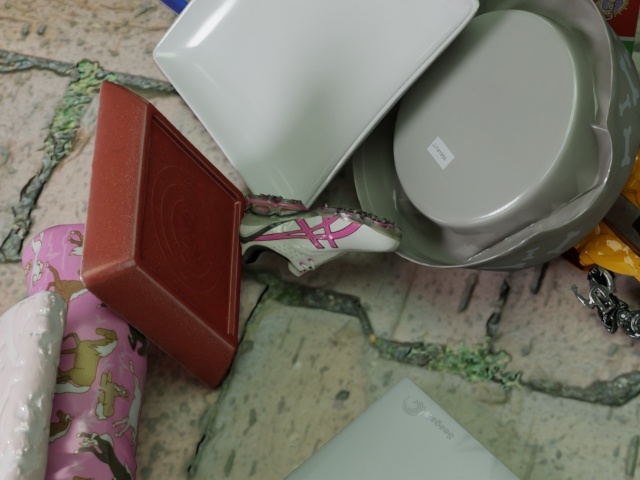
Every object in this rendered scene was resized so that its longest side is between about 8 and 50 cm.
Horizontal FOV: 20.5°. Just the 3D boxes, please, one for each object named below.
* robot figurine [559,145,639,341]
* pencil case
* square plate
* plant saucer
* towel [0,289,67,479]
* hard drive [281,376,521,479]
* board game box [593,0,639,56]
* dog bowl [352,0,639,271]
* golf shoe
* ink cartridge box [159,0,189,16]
[{"bbox_3d":[0.343,-0.024,1.941,0.291,0.085,0.211,47,110,23],"label":"robot figurine"},{"bbox_3d":[-0.252,0.175,1.830,0.160,0.167,0.386,-13,55,21],"label":"pencil case"},{"bbox_3d":[-0.008,-0.238,2.051,0.347,0.049,0.344,-49,54,18],"label":"square plate"},{"bbox_3d":[-0.154,-0.009,1.893,0.048,0.259,0.258,-16,53,25],"label":"plant saucer"},{"bbox_3d":[-0.350,0.251,1.730,0.053,0.317,0.331,23,52,-27],"label":"towel"},{"bbox_3d":[0.045,0.302,1.807,0.307,0.040,0.203,-39,63,-19],"label":"hard drive"},{"bbox_3d":[0.313,-0.342,2.045,0.064,0.316,0.242,-6,56,-1],"label":"board game box"},{"bbox_3d":[0.198,-0.124,1.940,0.349,0.102,0.348,-19,61,38],"label":"dog bowl"},{"bbox_3d":[0.000,0.000,1.941,0.186,0.067,0.086,8,90,22],"label":"golf shoe"},{"bbox_3d":[-0.057,-0.393,2.243,0.165,0.065,0.333,38,70,23],"label":"ink cartridge box"}]
